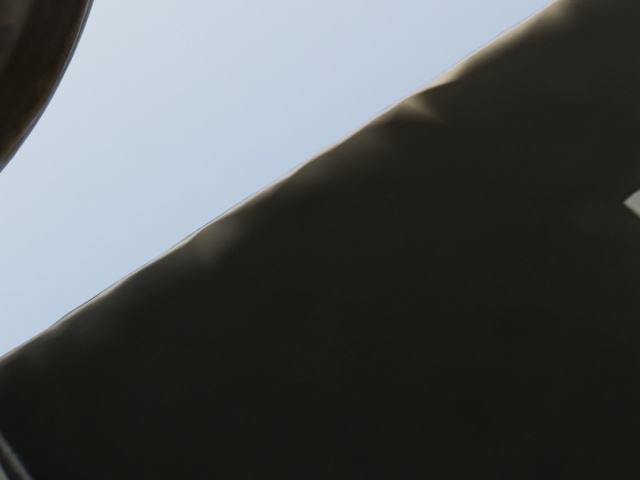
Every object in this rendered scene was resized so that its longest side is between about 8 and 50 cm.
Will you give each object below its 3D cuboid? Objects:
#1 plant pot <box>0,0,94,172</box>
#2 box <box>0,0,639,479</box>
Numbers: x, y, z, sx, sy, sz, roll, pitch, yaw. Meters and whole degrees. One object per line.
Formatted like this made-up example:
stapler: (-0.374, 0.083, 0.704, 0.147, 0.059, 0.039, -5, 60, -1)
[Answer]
plant pot: (-0.297, -0.170, 0.909, 0.229, 0.263, 0.263, 29, -84, 7)
box: (0.209, 0.137, 0.510, 0.480, 0.472, 0.297, -33, -131, -16)
